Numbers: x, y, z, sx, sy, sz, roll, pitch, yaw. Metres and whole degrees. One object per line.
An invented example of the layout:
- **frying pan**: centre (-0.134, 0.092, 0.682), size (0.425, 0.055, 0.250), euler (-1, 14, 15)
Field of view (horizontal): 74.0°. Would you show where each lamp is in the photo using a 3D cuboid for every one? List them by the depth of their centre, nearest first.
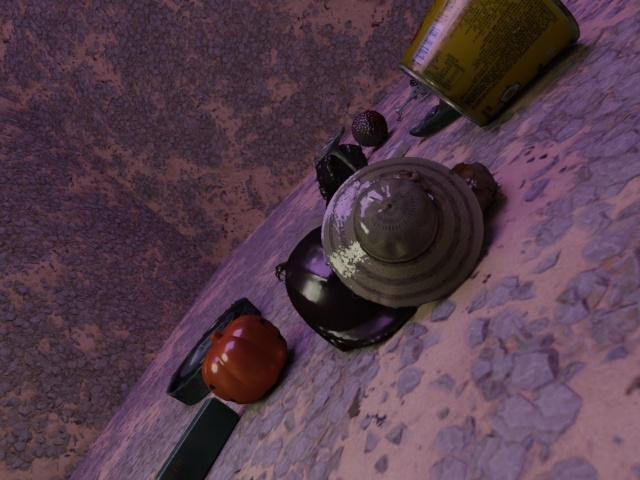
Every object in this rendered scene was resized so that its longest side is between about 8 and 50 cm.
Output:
- **lamp**: centre (-0.169, 0.250, 0.916), size (0.187, 0.164, 0.187), euler (-45, 15, 16)

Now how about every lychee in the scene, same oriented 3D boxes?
- **lychee**: centre (0.215, -0.490, 1.866), size (0.165, 0.165, 0.197), euler (-46, 25, 12)

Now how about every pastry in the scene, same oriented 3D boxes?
- **pastry**: centre (0.228, -0.066, 0.720), size (0.153, 0.081, 0.153), euler (-47, 16, 18)

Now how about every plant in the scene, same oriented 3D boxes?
- **plant**: centre (0.075, -0.252, 1.591), size (0.178, 0.204, 0.234), euler (-11, -10, -13)

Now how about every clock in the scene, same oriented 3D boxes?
- **clock**: centre (-0.343, 0.355, 1.387), size (0.386, 0.076, 0.386), euler (-45, 13, 13)

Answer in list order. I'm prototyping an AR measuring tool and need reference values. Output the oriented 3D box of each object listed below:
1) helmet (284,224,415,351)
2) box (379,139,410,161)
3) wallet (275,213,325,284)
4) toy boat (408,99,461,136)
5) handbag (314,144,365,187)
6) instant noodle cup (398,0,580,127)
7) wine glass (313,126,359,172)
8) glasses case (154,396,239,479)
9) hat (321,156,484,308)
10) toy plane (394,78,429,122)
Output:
- **helmet**: centre (0.040, 0.057, 0.777), size (0.225, 0.177, 0.305), euler (-49, 11, -14)
- **box**: centre (0.228, -0.263, 1.418), size (0.154, 0.040, 0.084), euler (-52, 11, -23)
- **wallet**: centre (-0.003, -0.001, 1.364), size (0.335, 0.068, 0.274), euler (-21, 33, 51)
- **toy boat**: centre (0.349, -0.378, 1.252), size (0.078, 0.085, 0.260), euler (-56, 14, -27)
- **handbag**: centre (0.082, -0.322, 1.842), size (0.179, 0.062, 0.229), euler (1, 47, 35)
- **instant noodle cup**: centre (0.349, -0.428, 0.949), size (0.254, 0.326, 0.325), euler (-54, 9, 22)
- **wine glass**: centre (0.104, -0.185, 1.153), size (0.156, 0.232, 0.156), euler (-46, 12, 13)
- **glasses case**: centre (-0.247, 0.419, 0.862), size (0.039, 0.078, 0.184), euler (-36, 17, 52)
- **hat**: centre (0.105, -0.032, 0.611), size (0.252, 0.252, 0.110), euler (-49, -24, -2)
- **toy plane**: centre (0.409, -0.641, 1.809), size (0.182, 0.107, 0.273), euler (-50, 7, -31)
